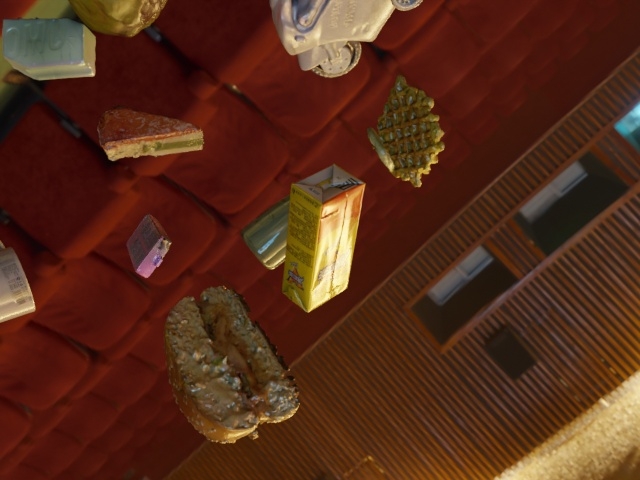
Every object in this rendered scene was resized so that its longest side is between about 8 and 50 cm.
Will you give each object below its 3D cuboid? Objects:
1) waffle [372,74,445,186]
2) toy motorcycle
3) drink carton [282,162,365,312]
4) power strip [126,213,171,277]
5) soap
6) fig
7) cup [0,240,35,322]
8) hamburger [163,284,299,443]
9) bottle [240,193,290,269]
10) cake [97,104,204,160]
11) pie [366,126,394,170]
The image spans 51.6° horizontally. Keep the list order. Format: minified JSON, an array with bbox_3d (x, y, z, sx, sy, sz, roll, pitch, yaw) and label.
[{"bbox_3d":[0.211,-0.260,1.599,0.058,0.238,0.243,-8,140,-24],"label":"waffle"},{"bbox_3d":[0.017,-0.300,0.749,0.260,0.170,0.110,-55,-145,42],"label":"toy motorcycle"},{"bbox_3d":[0.000,0.000,1.630,0.154,0.111,0.351,-29,143,-35],"label":"drink carton"},{"bbox_3d":[-0.444,0.009,1.699,0.109,0.037,0.279,-54,-154,0],"label":"power strip"},{"bbox_3d":[-0.702,-0.495,1.697,0.230,0.145,0.091,-3,170,3],"label":"soap"},{"bbox_3d":[-0.480,-0.602,1.505,0.239,0.271,0.239,-30,-151,18],"label":"fig"},{"bbox_3d":[-0.645,0.078,1.257,0.141,0.174,0.134,-20,-170,-29],"label":"cup"},{"bbox_3d":[-0.263,0.371,1.771,0.268,0.445,0.287,-20,141,-28],"label":"hamburger"},{"bbox_3d":[-0.079,-0.068,2.111,0.347,0.168,0.168,-39,-170,0],"label":"bottle"},{"bbox_3d":[-0.382,-0.252,1.486,0.220,0.117,0.086,-13,155,-11],"label":"cake"},{"bbox_3d":[0.098,-0.148,1.078,0.017,0.085,0.085,-31,-167,9],"label":"pie"}]
